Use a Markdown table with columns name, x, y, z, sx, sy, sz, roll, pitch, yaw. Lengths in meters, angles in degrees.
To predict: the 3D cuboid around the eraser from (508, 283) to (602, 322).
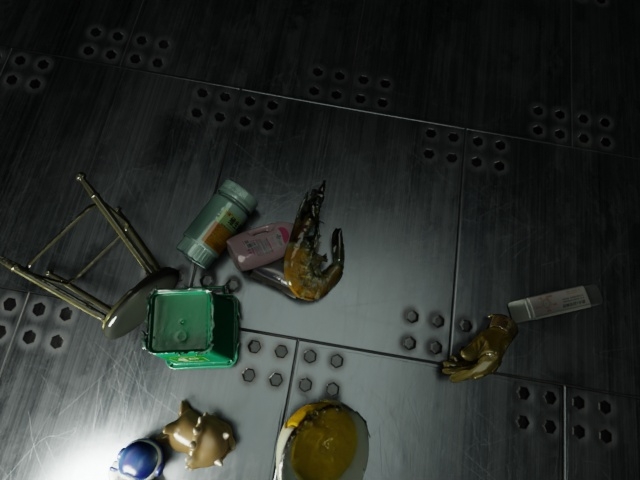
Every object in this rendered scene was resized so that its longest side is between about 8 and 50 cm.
| name | x | y | z | sx | sy | sz | roll | pitch | yaw |
| --- | --- | --- | --- | --- | --- | --- | --- | --- | --- |
| eraser | 0.898 | 0.239 | 1.650 | 0.351 | 0.061 | 0.089 | -10 | 74 | -7 |

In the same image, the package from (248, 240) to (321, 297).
| name | x | y | z | sx | sy | sz | roll | pitch | yaw |
| --- | --- | --- | --- | --- | --- | --- | --- | --- | --- |
| package | -0.134 | 0.075 | 1.645 | 0.203 | 0.062 | 0.251 | 24 | 61 | 4 |

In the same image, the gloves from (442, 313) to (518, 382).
| name | x | y | z | sx | sy | sz | roll | pitch | yaw |
| --- | --- | --- | --- | --- | --- | --- | --- | --- | --- |
| gloves | 0.580 | 0.401 | 1.540 | 0.331 | 0.154 | 0.141 | -38 | 77 | -20 |

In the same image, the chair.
| name | x | y | z | sx | sy | sz | roll | pitch | yaw |
| --- | --- | --- | --- | --- | --- | --- | --- | --- | --- |
| chair | -0.730 | 0.089 | 1.455 | 0.410 | 0.362 | 0.365 | 41 | 75 | 5 |

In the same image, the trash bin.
| name | x | y | z | sx | sy | sz | roll | pitch | yaw |
| --- | --- | --- | --- | --- | --- | --- | --- | --- | --- |
| trash bin | -0.403 | 0.262 | 1.401 | 0.258 | 0.381 | 0.296 | -1 | 73 | -5 |

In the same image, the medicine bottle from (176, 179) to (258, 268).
| name | x | y | z | sx | sy | sz | roll | pitch | yaw |
| --- | --- | --- | --- | --- | --- | --- | --- | --- | --- |
| medicine bottle | -0.386 | -0.057 | 1.611 | 0.158 | 0.158 | 0.318 | 33 | 75 | 6 |

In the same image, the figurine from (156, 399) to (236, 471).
| name | x | y | z | sx | sy | sz | roll | pitch | yaw |
| --- | --- | --- | --- | --- | --- | --- | --- | --- | --- |
| figurine | -0.400 | 0.640 | 1.399 | 0.247 | 0.173 | 0.177 | 32 | 75 | 6 |

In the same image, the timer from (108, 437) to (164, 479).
| name | x | y | z | sx | sy | sz | roll | pitch | yaw |
| --- | --- | --- | --- | --- | --- | --- | --- | --- | --- |
| timer | -0.620 | 0.808 | 1.321 | 0.270 | 0.270 | 0.384 | 20 | 59 | 2 |

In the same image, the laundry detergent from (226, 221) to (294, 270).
| name | x | y | z | sx | sy | sz | roll | pitch | yaw |
| --- | --- | --- | --- | --- | --- | --- | --- | --- | --- |
| laundry detergent | -0.171 | -0.001 | 1.603 | 0.334 | 0.088 | 0.159 | -22 | 61 | -24 |

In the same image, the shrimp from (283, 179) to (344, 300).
| name | x | y | z | sx | sy | sz | roll | pitch | yaw |
| --- | --- | --- | --- | --- | --- | --- | --- | --- | --- |
| shrimp | 0.000 | 0.000 | 1.591 | 0.271 | 0.085 | 0.446 | 12 | 83 | -36 |

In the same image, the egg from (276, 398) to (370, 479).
| name | x | y | z | sx | sy | sz | roll | pitch | yaw |
| --- | --- | --- | --- | --- | --- | --- | --- | --- | --- |
| egg | -0.015 | 0.676 | 1.396 | 0.336 | 0.201 | 0.338 | 4 | 81 | -27 |
